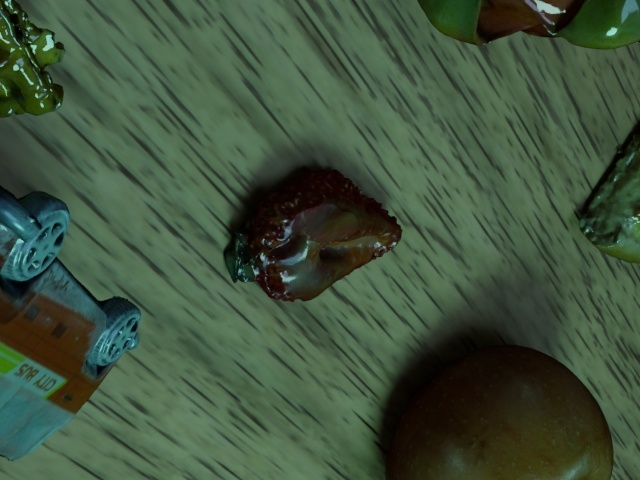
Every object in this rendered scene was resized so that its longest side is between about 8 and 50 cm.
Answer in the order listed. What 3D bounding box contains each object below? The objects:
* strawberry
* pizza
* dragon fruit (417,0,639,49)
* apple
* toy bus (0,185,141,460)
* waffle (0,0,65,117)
[{"bbox_3d":[0.002,0.001,0.993,0.152,0.048,0.104,-3,124,-39],"label":"strawberry"},{"bbox_3d":[0.369,-0.076,1.258,0.323,0.089,0.223,-11,129,-39],"label":"pizza"},{"bbox_3d":[0.138,-0.222,0.835,0.224,0.224,0.227,-43,145,-10],"label":"dragon fruit"},{"bbox_3d":[0.152,0.189,1.184,0.201,0.162,0.201,-22,131,-29],"label":"apple"},{"bbox_3d":[-0.182,0.032,0.723,0.120,0.121,0.265,-56,165,-12],"label":"toy bus"},{"bbox_3d":[-0.185,-0.178,0.669,0.259,0.069,0.293,6,113,-47],"label":"waffle"}]
